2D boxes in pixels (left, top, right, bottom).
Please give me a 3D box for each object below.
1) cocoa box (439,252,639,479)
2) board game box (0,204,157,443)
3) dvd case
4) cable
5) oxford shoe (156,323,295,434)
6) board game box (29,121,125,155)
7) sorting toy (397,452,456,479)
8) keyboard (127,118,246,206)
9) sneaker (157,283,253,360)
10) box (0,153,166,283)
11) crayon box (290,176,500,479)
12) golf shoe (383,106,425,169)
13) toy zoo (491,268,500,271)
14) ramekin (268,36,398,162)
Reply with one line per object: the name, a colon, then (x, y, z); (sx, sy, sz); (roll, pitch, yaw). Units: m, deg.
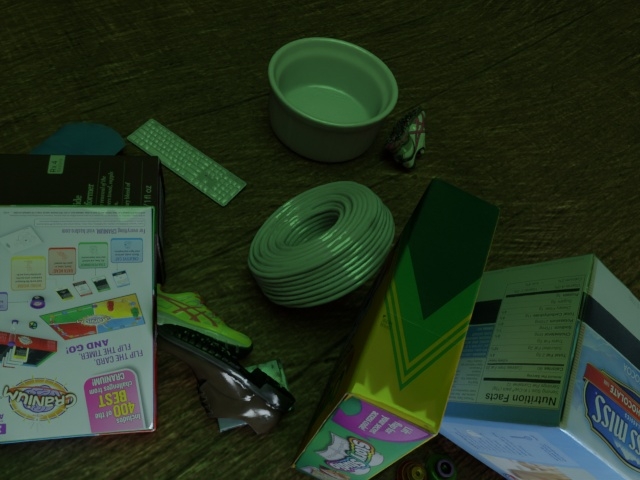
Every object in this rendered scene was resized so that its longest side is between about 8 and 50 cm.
cocoa box: (0.344, 0.220, 0.721); (0.347, 0.231, 0.228); (38, 60, -21)
board game box: (-0.354, 0.109, 0.733); (0.242, 0.064, 0.316); (0, 88, -13)
dvd case: (-0.109, 0.241, 0.824); (0.119, 0.013, 0.087); (-9, 59, -19)
cable: (0.000, 0.000, 0.888); (0.257, 0.089, 0.257); (4, 43, 47)
oxford shoe: (-0.149, 0.204, 0.747); (0.227, 0.083, 0.096); (40, 86, -12)
board game box: (-0.462, -0.162, 1.004); (0.133, 0.033, 0.168); (21, 49, 8)
sorting toy: (0.168, 0.355, 0.792); (0.102, 0.042, 0.061); (-7, 58, -17)
keyboard: (-0.270, -0.159, 1.056); (0.256, 0.014, 0.072); (34, 56, 11)
sneaker: (-0.201, 0.125, 0.842); (0.208, 0.081, 0.094); (21, 49, 0)
box: (-0.453, -0.031, 0.854); (0.381, 0.143, 0.191); (-3, 58, -13)
crayon box: (0.091, 0.147, 0.719); (0.106, 0.363, 0.313); (26, 55, 5)
golf shoe: (0.205, -0.233, 1.194); (0.086, 0.067, 0.186); (47, 48, -19)
toy zoo: (0.291, 0.182, 0.876); (0.192, 0.030, 0.293); (-33, 93, -30)
ramekin: (0.016, -0.302, 1.144); (0.277, 0.135, 0.277); (7, 55, -9)
